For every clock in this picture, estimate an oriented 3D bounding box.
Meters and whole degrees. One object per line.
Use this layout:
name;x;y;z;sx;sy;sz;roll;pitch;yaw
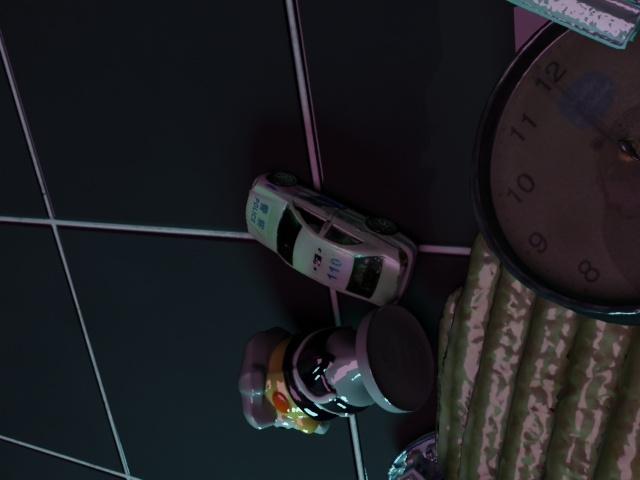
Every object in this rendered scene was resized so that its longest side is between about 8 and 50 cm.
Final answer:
clock;0.245;-0.072;0.563;0.280;0.055;0.280;-12;73;44

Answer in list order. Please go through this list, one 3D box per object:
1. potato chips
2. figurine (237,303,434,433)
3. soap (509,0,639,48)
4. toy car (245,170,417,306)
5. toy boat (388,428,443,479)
potato chips;0.223;0.137;0.656;0.358;0.070;0.429;27;107;60
figurine;0.014;0.159;0.843;0.236;0.176;0.133;-21;59;38
soap;0.165;-0.235;0.524;0.198;0.063;0.114;32;126;18
toy car;0.000;0.000;0.824;0.224;0.076;0.090;26;125;19
toy boat;0.129;0.281;0.883;0.059;0.066;0.140;45;129;1
